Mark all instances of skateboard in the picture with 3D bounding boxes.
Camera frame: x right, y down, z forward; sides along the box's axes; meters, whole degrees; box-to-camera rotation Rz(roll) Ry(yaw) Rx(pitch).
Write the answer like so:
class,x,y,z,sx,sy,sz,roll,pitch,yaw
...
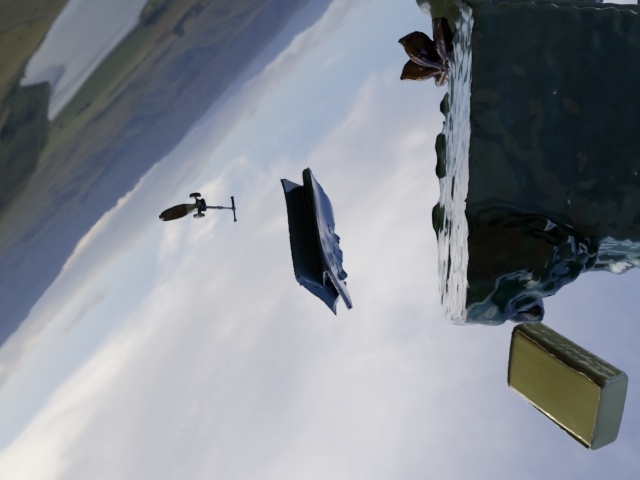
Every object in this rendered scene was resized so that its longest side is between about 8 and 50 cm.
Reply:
class,x,y,z,sx,sy,sz,roll,pitch,yaw
skateboard,-0.136,-0.033,0.711,0.064,0.032,0.083,-15,174,29

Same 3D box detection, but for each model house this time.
class,x,y,z,sx,sy,sz,roll,pitch,yaw
model house,0.265,-0.052,0.505,0.295,0.330,0.251,56,33,-77

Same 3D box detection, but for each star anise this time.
class,x,y,z,sx,sy,sz,roll,pitch,yaw
star anise,0.189,-0.280,0.924,0.168,0.168,0.057,-34,-117,33

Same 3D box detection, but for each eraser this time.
class,x,y,z,sx,sy,sz,roll,pitch,yaw
eraser,0.346,0.200,0.883,0.058,0.117,0.172,-12,-156,-22

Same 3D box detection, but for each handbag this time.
class,x,y,z,sx,sy,sz,roll,pitch,yaw
handbag,0.000,0.000,1.008,0.057,0.144,0.221,-23,-130,15

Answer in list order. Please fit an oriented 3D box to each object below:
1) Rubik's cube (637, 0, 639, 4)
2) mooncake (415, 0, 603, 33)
class,x,y,z,sx,sy,sz,roll,pitch,yaw
Rubik's cube,0.564,-0.274,0.776,0.319,0.319,0.264,-38,180,25
mooncake,0.290,-0.460,1.017,0.194,0.356,0.356,-23,-160,-10
